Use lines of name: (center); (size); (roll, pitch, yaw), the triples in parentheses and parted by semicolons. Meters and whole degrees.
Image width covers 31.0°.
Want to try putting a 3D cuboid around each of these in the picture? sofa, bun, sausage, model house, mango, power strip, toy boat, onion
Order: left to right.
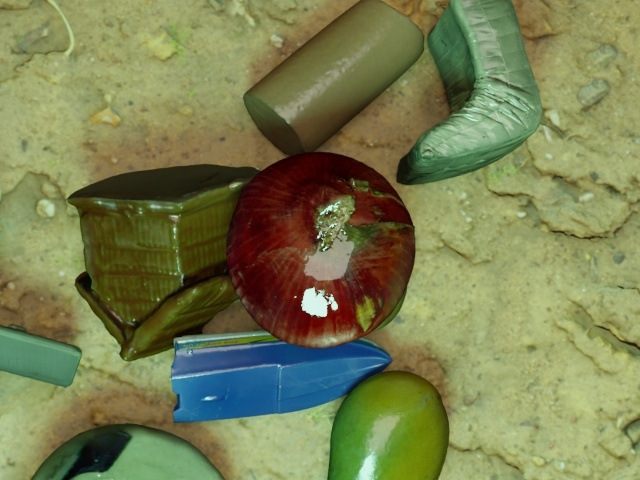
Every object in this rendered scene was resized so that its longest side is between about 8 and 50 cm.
power strip: (-0.451, 0.116, 1.442); (0.265, 0.193, 0.059); (22, 79, -40)
bun: (-0.248, 0.372, 1.435); (0.283, 0.179, 0.283); (11, 63, -22)
model house: (-0.188, 0.027, 1.506); (0.219, 0.199, 0.229); (10, 108, 33)
toy boat: (-0.050, 0.169, 1.517); (0.295, 0.129, 0.088); (-5, 41, -9)
onion: (-0.003, 0.005, 1.394); (0.248, 0.161, 0.248); (-7, 69, 19)
sausage: (0.026, -0.231, 1.583); (0.253, 0.123, 0.123); (-42, 87, -12)
mango: (0.082, 0.293, 1.504); (0.156, 0.114, 0.251); (19, 80, -26)
sofa: (0.175, -0.207, 1.554); (0.176, 0.210, 0.226); (-14, 86, -7)

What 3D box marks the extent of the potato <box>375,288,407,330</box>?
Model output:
potato: (0.040, 0.024, 1.534); (0.154, 0.137, 0.200); (-5, 80, -8)
